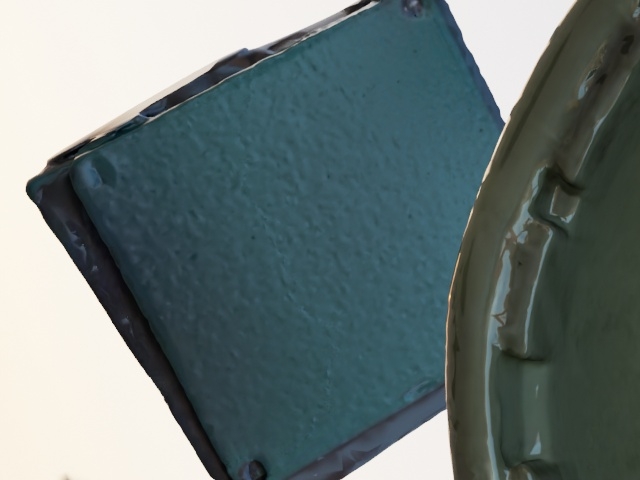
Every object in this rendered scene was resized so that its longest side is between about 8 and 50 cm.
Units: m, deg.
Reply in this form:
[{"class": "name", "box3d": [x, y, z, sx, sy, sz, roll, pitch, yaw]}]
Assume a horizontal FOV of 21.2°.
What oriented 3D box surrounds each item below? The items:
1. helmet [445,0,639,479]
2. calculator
[{"class": "helmet", "box3d": [0.150, 0.005, 0.354, 0.204, 0.257, 0.137, 35, 10, 20]}, {"class": "calculator", "box3d": [0.000, 0.000, 1.025, 0.248, 0.274, 0.058, 60, -14, -8]}]
